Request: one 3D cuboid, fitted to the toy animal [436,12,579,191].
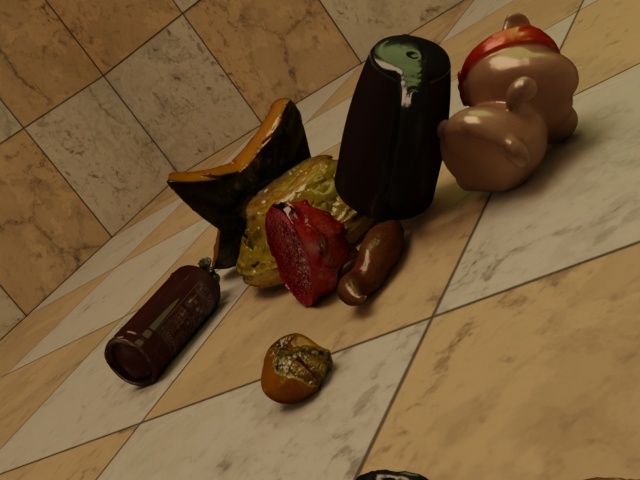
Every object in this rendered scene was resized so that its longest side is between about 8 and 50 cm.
[{"bbox_3d":[0.235,-0.163,1.076,0.171,0.171,0.197,-7,53,62],"label":"toy animal"}]

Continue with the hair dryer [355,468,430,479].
[{"bbox_3d":[-0.029,0.262,0.545,0.251,0.089,0.197,-35,13,45],"label":"hair dryer"}]

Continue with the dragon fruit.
[{"bbox_3d":[0.000,0.000,1.184,0.111,0.153,0.153,-23,8,-23],"label":"dragon fruit"}]

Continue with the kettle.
[{"bbox_3d":[0.097,-0.140,1.143,0.144,0.232,0.202,8,46,2],"label":"kettle"}]

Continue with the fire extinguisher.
[{"bbox_3d":[-0.236,0.120,1.418,0.105,0.105,0.269,-25,18,37],"label":"fire extinguisher"}]

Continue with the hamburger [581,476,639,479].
[{"bbox_3d":[0.108,0.197,0.279,0.286,0.146,0.243,-37,19,-31],"label":"hamburger"}]

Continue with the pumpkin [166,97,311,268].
[{"bbox_3d":[-0.113,-0.077,1.505,0.258,0.290,0.095,-31,55,-5],"label":"pumpkin"}]

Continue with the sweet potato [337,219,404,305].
[{"bbox_3d":[0.068,0.020,1.091,0.055,0.058,0.202,-7,27,31],"label":"sweet potato"}]

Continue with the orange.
[{"bbox_3d":[-0.032,0.136,0.946,0.086,0.062,0.086,-35,12,8],"label":"orange"}]

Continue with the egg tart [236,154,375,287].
[{"bbox_3d":[-0.025,-0.044,1.377,0.294,0.123,0.294,-35,14,10],"label":"egg tart"}]
